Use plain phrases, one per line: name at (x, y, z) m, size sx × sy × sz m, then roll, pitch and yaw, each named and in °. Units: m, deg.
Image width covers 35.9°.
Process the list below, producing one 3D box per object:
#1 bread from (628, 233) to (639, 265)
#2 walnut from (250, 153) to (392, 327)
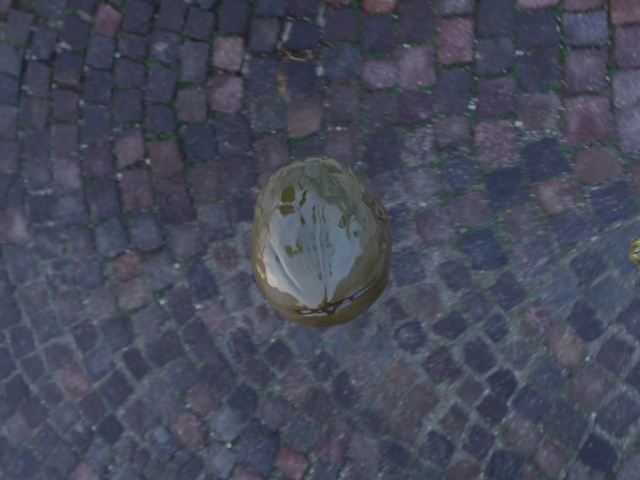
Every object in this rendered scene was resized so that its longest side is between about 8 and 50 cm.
bread at (0.445, -0.003, 1.317) m, size 0.088 × 0.049 × 0.034 m, roll -43°, pitch 58°, yaw -11°
walnut at (0.000, 0.000, 1.107) m, size 0.167 × 0.207 × 0.167 m, roll -2°, pitch 133°, yaw -2°
